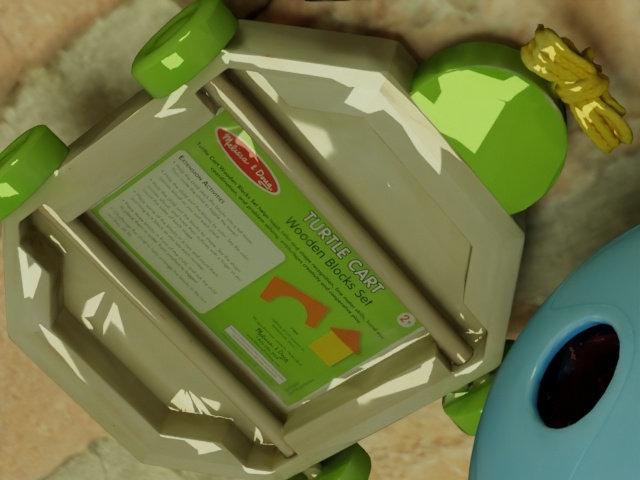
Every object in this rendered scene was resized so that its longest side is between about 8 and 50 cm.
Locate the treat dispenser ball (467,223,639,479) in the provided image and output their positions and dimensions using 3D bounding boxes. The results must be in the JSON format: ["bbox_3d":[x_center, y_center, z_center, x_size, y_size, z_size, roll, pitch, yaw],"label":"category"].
[{"bbox_3d":[0.207,0.119,0.579,0.288,0.288,0.288,12,132,13],"label":"treat dispenser ball"}]

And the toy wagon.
[{"bbox_3d":[0.000,0.000,0.695,0.344,0.068,0.267,-33,112,25],"label":"toy wagon"}]
